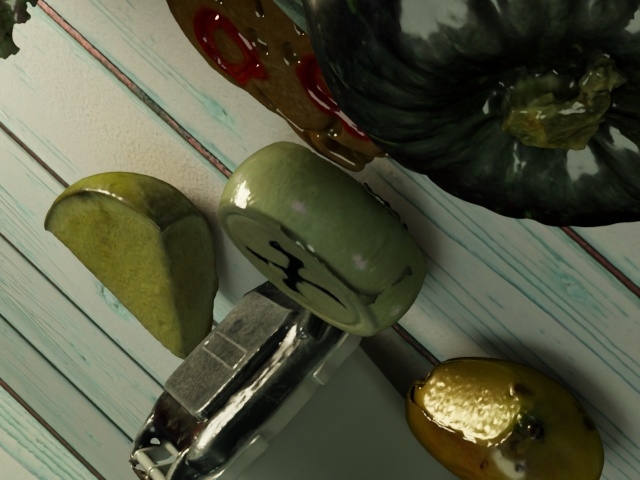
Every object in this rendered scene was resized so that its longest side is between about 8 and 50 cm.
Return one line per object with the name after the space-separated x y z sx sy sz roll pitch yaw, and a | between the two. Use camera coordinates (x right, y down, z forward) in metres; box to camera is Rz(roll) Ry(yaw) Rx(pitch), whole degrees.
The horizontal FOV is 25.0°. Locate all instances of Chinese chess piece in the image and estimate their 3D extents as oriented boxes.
0.000 0.000 1.477 0.238 0.092 0.238 37 163 13 | Chinese chess piece

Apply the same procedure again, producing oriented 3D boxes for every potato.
-0.200 -0.003 1.810 0.269 0.112 0.255 43 151 0 | potato

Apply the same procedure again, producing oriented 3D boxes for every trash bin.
-0.005 0.263 1.686 0.367 0.296 0.256 46 170 -20 | trash bin

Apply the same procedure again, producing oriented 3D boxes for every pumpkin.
0.146 -0.154 0.831 0.323 0.241 0.323 12 155 6 | pumpkin

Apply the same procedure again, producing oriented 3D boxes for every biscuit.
-0.016 -0.183 1.309 0.367 0.063 0.314 26 148 34 | biscuit

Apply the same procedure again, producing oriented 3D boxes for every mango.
0.182 0.197 1.496 0.262 0.130 0.167 22 152 52 | mango

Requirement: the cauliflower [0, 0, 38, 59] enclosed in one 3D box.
-0.290 -0.301 1.428 0.239 0.315 0.256 -30 75 24 | cauliflower

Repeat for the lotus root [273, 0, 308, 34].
0.053 -0.209 1.056 0.349 0.175 0.175 45 156 -11 | lotus root
